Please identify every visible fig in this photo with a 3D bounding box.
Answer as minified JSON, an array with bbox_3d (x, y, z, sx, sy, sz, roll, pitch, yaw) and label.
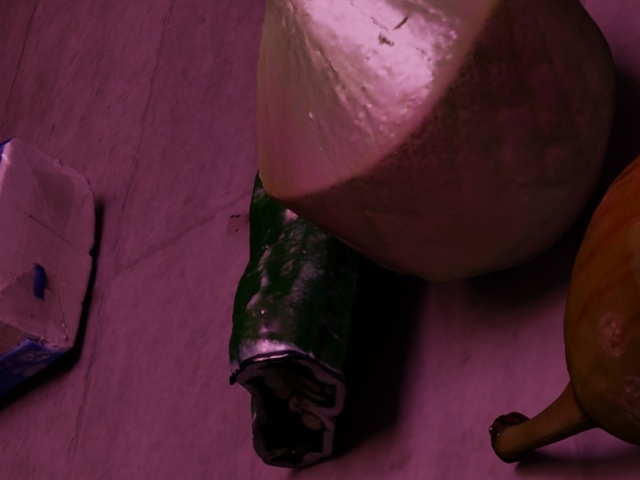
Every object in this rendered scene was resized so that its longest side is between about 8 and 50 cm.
[{"bbox_3d":[0.149,0.048,0.862,0.259,0.151,0.151,-35,36,37],"label":"fig"}]

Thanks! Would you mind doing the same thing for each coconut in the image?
[{"bbox_3d":[0.060,-0.091,1.026,0.236,0.236,0.204,-56,28,-2],"label":"coconut"}]

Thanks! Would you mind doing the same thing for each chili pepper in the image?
[{"bbox_3d":[0.000,0.000,1.138,0.099,0.136,0.270,-6,52,18],"label":"chili pepper"}]

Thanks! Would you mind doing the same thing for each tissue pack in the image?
[{"bbox_3d":[-0.324,0.061,1.518,0.269,0.137,0.209,-31,38,30],"label":"tissue pack"}]
